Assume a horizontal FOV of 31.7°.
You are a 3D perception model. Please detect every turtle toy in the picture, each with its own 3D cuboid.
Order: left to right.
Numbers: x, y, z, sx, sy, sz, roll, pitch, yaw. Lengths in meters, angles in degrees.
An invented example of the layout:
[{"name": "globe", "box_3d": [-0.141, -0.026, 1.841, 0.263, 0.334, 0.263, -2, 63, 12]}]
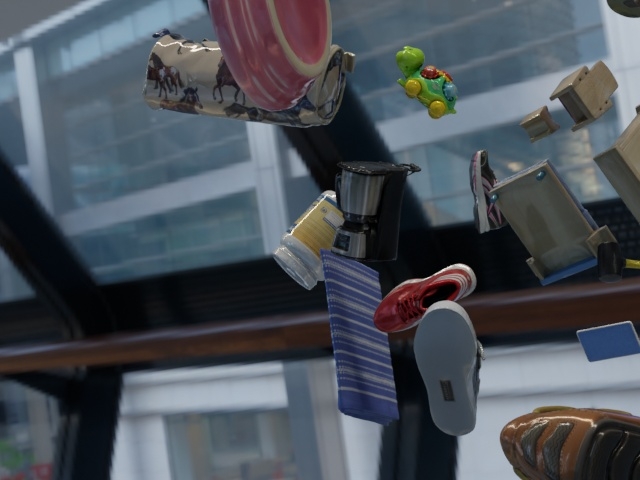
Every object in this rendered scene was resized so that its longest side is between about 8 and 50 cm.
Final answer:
[{"name": "turtle toy", "box_3d": [0.164, -0.243, 1.742, 0.066, 0.130, 0.095, -48, 0, 5]}]

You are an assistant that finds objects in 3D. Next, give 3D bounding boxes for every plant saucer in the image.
[{"name": "plant saucer", "box_3d": [-0.068, -0.374, 1.784, 0.084, 0.332, 0.332, -7, -2, 24]}]

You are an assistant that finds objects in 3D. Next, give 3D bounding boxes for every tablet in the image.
[{"name": "tablet", "box_3d": [0.414, 0.145, 1.612, 0.083, 0.054, 0.006, -16, 19, 32]}]

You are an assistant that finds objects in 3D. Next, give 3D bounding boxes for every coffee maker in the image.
[{"name": "coffee maker", "box_3d": [0.108, -0.053, 2.112, 0.171, 0.178, 0.120, 2, 13, -18]}]

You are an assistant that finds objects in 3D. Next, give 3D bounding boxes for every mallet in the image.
[{"name": "mallet", "box_3d": [0.535, 0.050, 1.799, 0.189, 0.062, 0.039, 12, -24, 2]}]

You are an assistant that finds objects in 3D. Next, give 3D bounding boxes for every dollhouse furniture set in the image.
[{"name": "dollhouse furniture set", "box_3d": [0.424, -0.123, 1.895, 0.303, 0.286, 0.198, -30, 9, 46]}]

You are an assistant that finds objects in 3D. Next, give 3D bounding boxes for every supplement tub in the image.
[{"name": "supplement tub", "box_3d": [0.000, 0.000, 2.579, 0.200, 0.144, 0.144, -46, 4, -10]}]

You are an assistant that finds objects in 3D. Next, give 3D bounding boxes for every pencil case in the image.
[{"name": "pencil case", "box_3d": [-0.144, -0.326, 2.242, 0.410, 0.183, 0.160, 8, -34, 19]}]

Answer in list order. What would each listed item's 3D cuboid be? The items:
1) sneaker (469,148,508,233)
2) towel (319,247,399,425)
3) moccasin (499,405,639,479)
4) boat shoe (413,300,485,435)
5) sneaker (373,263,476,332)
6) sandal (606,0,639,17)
[{"name": "sneaker", "box_3d": [0.363, -0.108, 2.406, 0.077, 0.178, 0.072, -7, 10, -2]}, {"name": "towel", "box_3d": [0.075, 0.201, 2.288, 0.040, 0.336, 0.243, -17, -21, 25]}, {"name": "moccasin", "box_3d": [0.345, 0.258, 1.222, 0.380, 0.139, 0.147, 14, -3, -36]}, {"name": "boat shoe", "box_3d": [0.240, 0.209, 2.006, 0.113, 0.306, 0.105, -2, 38, 21]}, {"name": "sneaker", "box_3d": [0.172, 0.113, 2.075, 0.221, 0.087, 0.128, -34, -7, 25]}, {"name": "sandal", "box_3d": [0.602, -0.425, 2.001, 0.120, 0.086, 0.303, 32, -8, -11]}]
